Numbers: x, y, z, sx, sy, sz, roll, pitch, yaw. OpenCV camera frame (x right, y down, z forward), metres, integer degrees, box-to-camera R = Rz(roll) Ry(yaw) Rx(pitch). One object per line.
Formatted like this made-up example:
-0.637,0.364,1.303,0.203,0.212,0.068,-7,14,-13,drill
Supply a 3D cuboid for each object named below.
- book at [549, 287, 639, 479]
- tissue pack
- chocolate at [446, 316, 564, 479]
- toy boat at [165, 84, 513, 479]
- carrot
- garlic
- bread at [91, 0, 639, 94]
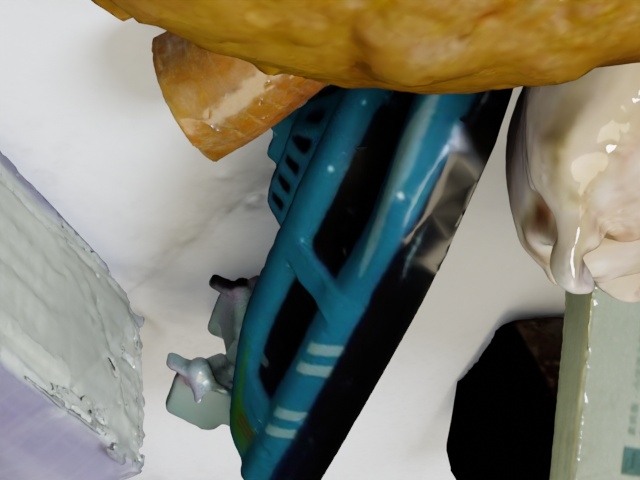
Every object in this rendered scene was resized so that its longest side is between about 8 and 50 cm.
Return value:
0.228,0.044,0.774,0.282,0.215,0.025,11,171,-31,book
-0.281,0.063,0.742,0.343,0.125,0.242,-18,146,15,tissue pack
0.136,0.103,0.936,0.080,0.125,0.148,-6,-175,-21,chocolate
0.000,0.000,0.731,0.092,0.134,0.299,24,141,0,toy boat
0.035,-0.106,0.627,0.224,0.057,0.057,-29,142,19,carrot
0.148,-0.070,0.629,0.228,0.110,0.217,-21,136,-36,garlic
0.052,-0.169,0.423,0.312,0.172,0.312,-4,146,-3,bread
